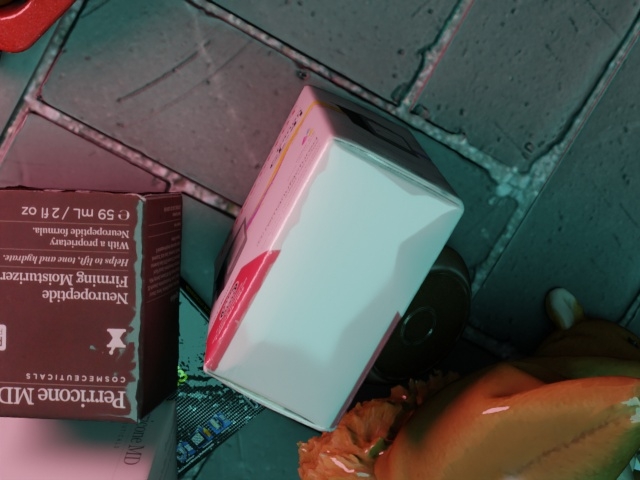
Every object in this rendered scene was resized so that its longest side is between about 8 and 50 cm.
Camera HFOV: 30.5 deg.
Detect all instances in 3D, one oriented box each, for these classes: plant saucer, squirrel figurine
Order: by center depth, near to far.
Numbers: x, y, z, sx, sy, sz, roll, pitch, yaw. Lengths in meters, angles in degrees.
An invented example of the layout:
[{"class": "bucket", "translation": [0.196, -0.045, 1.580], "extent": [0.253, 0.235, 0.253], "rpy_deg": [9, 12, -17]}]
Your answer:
[{"class": "squirrel figurine", "translation": [0.185, 0.189, 1.145], "extent": [0.397, 0.370, 0.281], "rpy_deg": [-7, 109, 26]}, {"class": "plant saucer", "translation": [0.094, 0.082, 1.199], "extent": [0.168, 0.029, 0.168], "rpy_deg": [-19, 127, -26]}]

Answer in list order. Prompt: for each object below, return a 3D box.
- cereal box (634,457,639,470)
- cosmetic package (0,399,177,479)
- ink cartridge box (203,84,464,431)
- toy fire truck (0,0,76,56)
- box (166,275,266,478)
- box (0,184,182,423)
[{"class": "cereal box", "translation": [0.285, 0.359, 1.329], "extent": [0.240, 0.047, 0.173], "rpy_deg": [-31, 106, 3]}, {"class": "cosmetic package", "translation": [-0.338, 0.256, 1.122], "extent": [0.385, 0.217, 0.156], "rpy_deg": [0, 111, 0]}, {"class": "ink cartridge box", "translation": [0.000, 0.000, 1.063], "extent": [0.131, 0.306, 0.226], "rpy_deg": [26, 102, -12]}, {"class": "toy fire truck", "translation": [-0.348, -0.276, 1.042], "extent": [0.302, 0.169, 0.254], "rpy_deg": [17, 127, -10]}, {"class": "box", "translation": [-0.172, 0.149, 1.224], "extent": [0.190, 0.045, 0.184], "rpy_deg": [-38, 107, 5]}, {"class": "box", "translation": [-0.226, 0.052, 1.096], "extent": [0.168, 0.167, 0.203], "rpy_deg": [2, 93, 4]}]
